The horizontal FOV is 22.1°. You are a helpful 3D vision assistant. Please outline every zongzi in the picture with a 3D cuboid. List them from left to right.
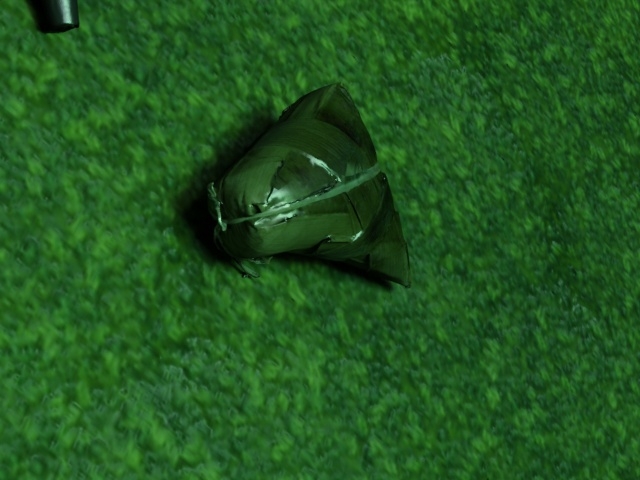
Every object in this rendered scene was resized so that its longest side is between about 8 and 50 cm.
[{"bbox_3d":[0.000,0.000,0.786,0.109,0.055,0.119,-48,120,-46],"label":"zongzi"}]

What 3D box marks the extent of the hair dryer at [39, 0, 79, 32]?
[{"bbox_3d":[-0.143,-0.130,0.714,0.083,0.031,0.079,-7,85,-35],"label":"hair dryer"}]
